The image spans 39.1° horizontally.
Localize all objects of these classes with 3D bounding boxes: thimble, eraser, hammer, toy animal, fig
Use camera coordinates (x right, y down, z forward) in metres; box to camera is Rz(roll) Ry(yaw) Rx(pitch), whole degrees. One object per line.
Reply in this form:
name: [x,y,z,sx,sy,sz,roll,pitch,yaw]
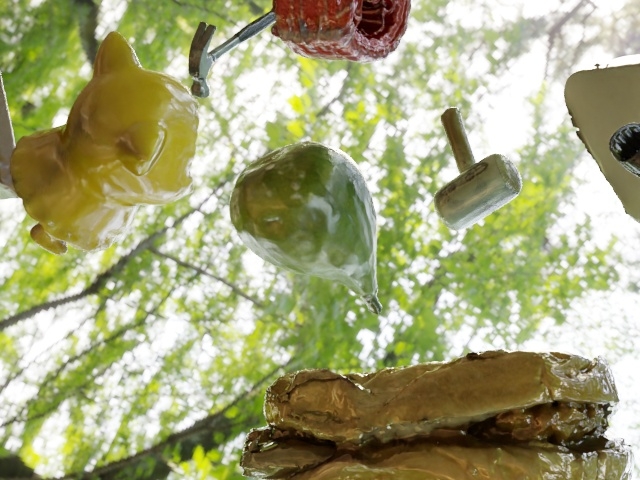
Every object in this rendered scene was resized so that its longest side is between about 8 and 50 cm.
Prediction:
thimble: [0.033,-0.323,1.207,0.125,0.190,0.163,14,-67,29]
eraser: [0.607,-0.178,1.594,0.331,0.150,0.331,38,-43,48]
hammer: [0.322,-0.181,2.018,0.202,0.113,0.305,-32,-130,24]
toy animal: [-0.213,-0.075,0.861,0.230,0.156,0.156,-41,-147,34]
hammer: [-0.118,-0.313,1.356,0.029,0.103,0.246,22,-135,21]
fig: [-0.023,-0.018,1.479,0.233,0.314,0.233,-8,-140,7]

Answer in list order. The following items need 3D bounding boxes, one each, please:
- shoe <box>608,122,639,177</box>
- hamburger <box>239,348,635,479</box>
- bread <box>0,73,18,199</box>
shoe: [0.431,-0.088,1.111,0.062,0.159,0.053,-52,-168,1]
hamburger: [0.088,0.166,0.684,0.283,0.259,0.144,-6,-105,23]
bread: [-0.365,-0.121,0.973,0.074,0.084,0.139,-5,-111,22]
